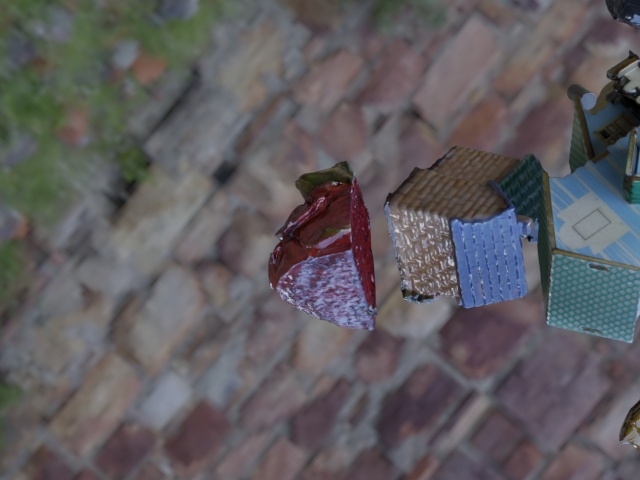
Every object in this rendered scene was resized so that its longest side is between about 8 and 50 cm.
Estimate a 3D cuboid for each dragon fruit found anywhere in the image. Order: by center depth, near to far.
[{"bbox_3d":[0.000,0.000,1.480,0.162,0.083,0.106,61,26,-62],"label":"dragon fruit"}]

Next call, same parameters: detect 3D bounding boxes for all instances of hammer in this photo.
[{"bbox_3d":[0.270,-0.107,1.944,0.035,0.019,0.110,-126,-145,-64],"label":"hammer"}]

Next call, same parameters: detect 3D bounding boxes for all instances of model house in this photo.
[{"bbox_3d":[0.285,-0.017,1.697,0.206,0.271,0.178,-34,155,-14],"label":"model house"},{"bbox_3d":[0.204,-0.017,2.286,0.183,0.172,0.166,-48,135,-39],"label":"model house"}]

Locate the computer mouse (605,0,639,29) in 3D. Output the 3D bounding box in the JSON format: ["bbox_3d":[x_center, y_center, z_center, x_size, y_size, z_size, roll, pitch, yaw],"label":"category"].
[{"bbox_3d":[0.242,-0.236,1.222,0.087,0.168,0.295,89,-4,-58],"label":"computer mouse"}]

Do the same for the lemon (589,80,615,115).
[{"bbox_3d":[0.479,-0.073,2.312,0.348,0.348,0.348,-50,174,-8],"label":"lemon"}]

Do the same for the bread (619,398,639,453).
[{"bbox_3d":[0.360,0.148,1.162,0.179,0.340,0.194,-25,110,-82],"label":"bread"}]
